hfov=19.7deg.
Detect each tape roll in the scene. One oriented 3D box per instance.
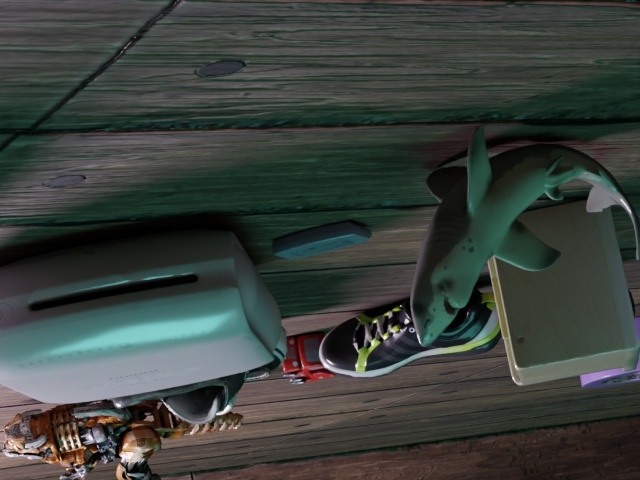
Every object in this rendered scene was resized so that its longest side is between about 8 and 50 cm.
[{"bbox_3d":[0.480,0.166,2.790,0.189,0.080,0.189,-9,170,-2],"label":"tape roll"}]

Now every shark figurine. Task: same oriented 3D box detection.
[{"bbox_3d":[0.151,-0.041,1.513,0.278,0.166,0.116,-23,-155,-38],"label":"shark figurine"}]

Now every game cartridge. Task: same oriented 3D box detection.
[{"bbox_3d":[0.000,0.000,1.705,0.083,0.017,0.056,-14,172,20],"label":"game cartridge"}]

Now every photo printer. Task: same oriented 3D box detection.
[{"bbox_3d":[-0.173,0.071,1.669,0.256,0.107,0.307,-10,169,1],"label":"photo printer"}]

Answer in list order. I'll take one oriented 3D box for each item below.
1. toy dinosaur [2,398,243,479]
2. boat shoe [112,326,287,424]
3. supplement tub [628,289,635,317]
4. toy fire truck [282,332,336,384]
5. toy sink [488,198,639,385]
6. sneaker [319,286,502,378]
[{"bbox_3d":[-0.273,0.277,2.539,0.322,0.164,0.218,13,148,-8],"label":"toy dinosaur"},{"bbox_3d":[-0.144,0.145,2.028,0.121,0.119,0.335,-17,167,30],"label":"boat shoe"},{"bbox_3d":[0.293,0.072,2.096,0.106,0.106,0.198,-13,168,16],"label":"supplement tub"},{"bbox_3d":[0.023,0.149,2.386,0.135,0.047,0.192,-11,168,4],"label":"toy fire truck"},{"bbox_3d":[0.242,0.060,1.870,0.131,0.153,0.234,-11,170,7],"label":"toy sink"},{"bbox_3d":[0.101,0.093,2.167,0.234,0.084,0.097,-14,144,15],"label":"sneaker"}]
